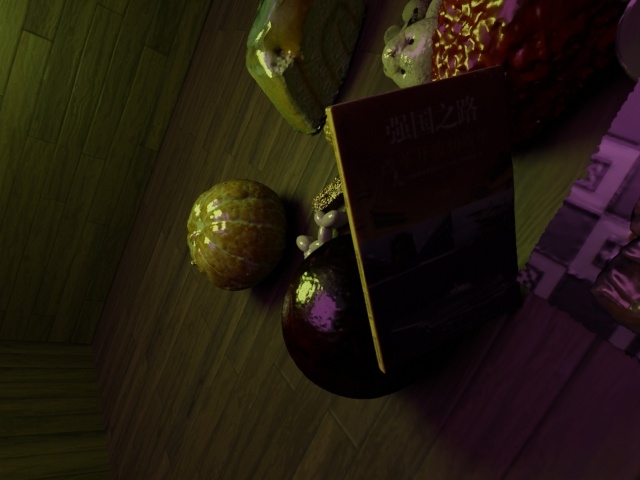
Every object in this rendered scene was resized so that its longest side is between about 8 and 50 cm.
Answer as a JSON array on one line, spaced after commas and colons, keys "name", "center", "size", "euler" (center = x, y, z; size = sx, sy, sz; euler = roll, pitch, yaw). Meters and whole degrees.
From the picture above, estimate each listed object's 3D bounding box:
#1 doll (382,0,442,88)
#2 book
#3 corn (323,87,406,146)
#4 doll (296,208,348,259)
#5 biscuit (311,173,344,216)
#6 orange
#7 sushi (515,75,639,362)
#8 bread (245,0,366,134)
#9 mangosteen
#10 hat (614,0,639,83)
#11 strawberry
[{"name": "doll", "center": [0.195, -0.433, 0.916], "size": [0.278, 0.149, 0.175], "euler": [-98, 10, -45]}, {"name": "book", "center": [0.163, -0.023, 0.583], "size": [0.028, 0.262, 0.374], "euler": [31, 138, 63]}, {"name": "corn", "center": [0.124, -0.260, 0.941], "size": [0.347, 0.130, 0.130], "euler": [16, 90, 54]}, {"name": "doll", "center": [0.000, 0.000, 1.057], "size": [0.160, 0.059, 0.161], "euler": [6, 92, 53]}, {"name": "biscuit", "center": [0.050, -0.131, 1.063], "size": [0.199, 0.034, 0.064], "euler": [-39, 51, 36]}, {"name": "orange", "center": [-0.242, -0.020, 1.215], "size": [0.329, 0.249, 0.329], "euler": [-11, 77, 54]}, {"name": "sushi", "center": [0.401, -0.017, 0.438], "size": [0.296, 0.100, 0.373], "euler": [41, 122, 35]}, {"name": "bread", "center": [-0.073, -0.529, 1.169], "size": [0.239, 0.264, 0.395], "euler": [26, 97, 47]}, {"name": "mangosteen", "center": [0.073, 0.124, 0.756], "size": [0.297, 0.297, 0.293], "euler": [-69, 20, 7]}, {"name": "hat", "center": [0.481, -0.232, 0.448], "size": [0.214, 0.244, 0.149], "euler": [-62, 1, 18]}, {"name": "strawberry", "center": [0.291, -0.322, 0.664], "size": [0.343, 0.292, 0.292], "euler": [-51, 42, 49]}]
